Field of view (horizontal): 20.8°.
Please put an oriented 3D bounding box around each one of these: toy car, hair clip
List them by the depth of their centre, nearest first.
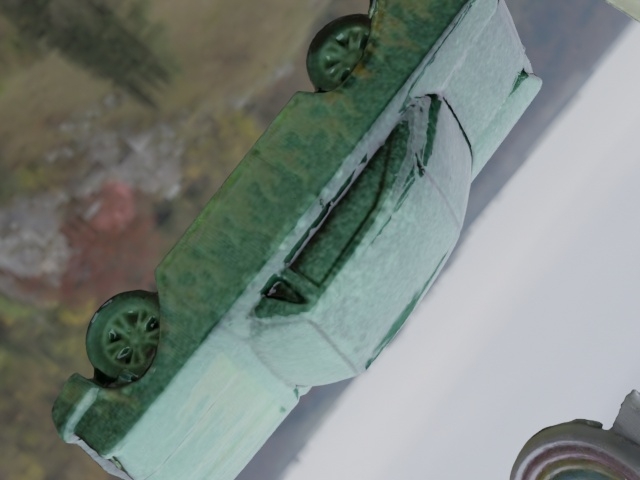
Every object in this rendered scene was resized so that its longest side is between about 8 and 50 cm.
[{"bbox_3d":[0.000,0.000,0.901,0.320,0.097,0.141,-52,152,-7],"label":"toy car"},{"bbox_3d":[0.205,0.181,1.242,0.054,0.140,0.220,-31,153,-46],"label":"hair clip"}]

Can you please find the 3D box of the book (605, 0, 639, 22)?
[{"bbox_3d":[0.238,-0.149,1.019,0.031,0.379,0.264,-59,173,29],"label":"book"}]
